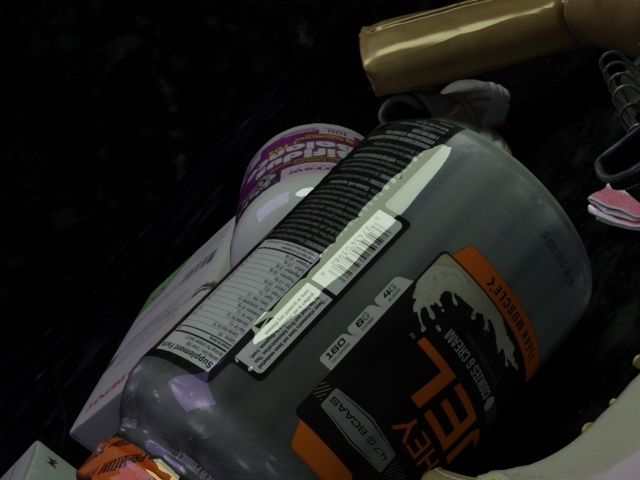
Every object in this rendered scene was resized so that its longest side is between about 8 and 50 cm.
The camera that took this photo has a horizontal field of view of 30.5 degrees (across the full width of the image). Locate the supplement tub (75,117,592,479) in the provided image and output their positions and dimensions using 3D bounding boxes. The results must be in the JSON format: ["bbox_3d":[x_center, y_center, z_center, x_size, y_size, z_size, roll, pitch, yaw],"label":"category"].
[{"bbox_3d":[0.011,0.085,0.745,0.316,0.193,0.193,-46,12,-21],"label":"supplement tub"}]

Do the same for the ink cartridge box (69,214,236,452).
[{"bbox_3d":[-0.141,0.121,1.328,0.198,0.115,0.273,-40,16,31],"label":"ink cartridge box"}]

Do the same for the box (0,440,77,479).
[{"bbox_3d":[-0.207,0.288,0.939,0.119,0.181,0.182,-46,14,9],"label":"box"}]

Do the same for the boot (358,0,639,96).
[{"bbox_3d":[0.168,-0.179,1.038,0.270,0.089,0.236,-12,11,11],"label":"boot"}]

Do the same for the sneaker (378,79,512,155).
[{"bbox_3d":[0.117,-0.120,1.161,0.099,0.121,0.262,-57,8,22],"label":"sneaker"}]

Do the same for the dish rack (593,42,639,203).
[{"bbox_3d":[0.270,-0.132,0.764,0.208,0.074,0.271,-39,19,23],"label":"dish rack"}]

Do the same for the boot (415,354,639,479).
[{"bbox_3d":[0.143,0.111,0.591,0.165,0.077,0.213,-52,20,-13],"label":"boot"}]

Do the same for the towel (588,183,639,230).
[{"bbox_3d":[0.280,-0.084,0.801,0.197,0.029,0.144,-50,15,-7],"label":"towel"}]

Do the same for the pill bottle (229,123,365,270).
[{"bbox_3d":[0.000,0.000,1.121,0.169,0.169,0.301,-45,15,13],"label":"pill bottle"}]
